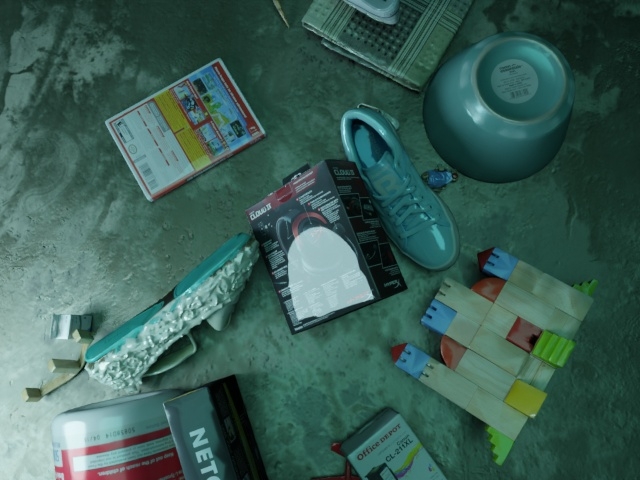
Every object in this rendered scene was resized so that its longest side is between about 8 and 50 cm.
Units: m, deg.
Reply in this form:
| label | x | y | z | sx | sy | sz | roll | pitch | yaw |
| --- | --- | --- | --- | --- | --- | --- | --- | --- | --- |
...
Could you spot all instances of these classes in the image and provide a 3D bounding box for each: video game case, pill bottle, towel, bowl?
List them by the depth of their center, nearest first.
| label | x | y | z | sx | sy | sz | roll | pitch | yaw |
| --- | --- | --- | --- | --- | --- | --- | --- | --- | --- |
| pill bottle | -0.321 | 0.482 | 0.930 | 0.229 | 0.229 | 0.408 | -11 | 81 | -1 |
| bowl | 0.375 | -0.286 | 1.079 | 0.311 | 0.163 | 0.311 | 0 | 81 | 0 |
| video game case | -0.288 | -0.239 | 1.151 | 0.285 | 0.025 | 0.204 | -31 | 81 | -4 |
| towel | 0.159 | -0.519 | 1.185 | 0.312 | 0.056 | 0.324 | 31 | 80 | 3 |

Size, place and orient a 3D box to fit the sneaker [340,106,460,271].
| label | x | y | z | sx | sy | sz | roll | pitch | yaw |
| --- | --- | --- | --- | --- | --- | --- | --- | --- | --- |
| sneaker | 0.136 | -0.097 | 1.042 | 0.135 | 0.150 | 0.366 | -37 | 75 | 23 |

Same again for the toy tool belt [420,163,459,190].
| label | x | y | z | sx | sy | sz | roll | pitch | yaw |
| --- | --- | --- | --- | --- | --- | --- | --- | --- | --- |
| toy tool belt | 0.249 | -0.130 | 1.110 | 0.083 | 0.051 | 0.052 | -9 | 81 | -1 |

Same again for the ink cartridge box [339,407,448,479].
| label | x | y | z | sx | sy | sz | roll | pitch | yaw |
| --- | --- | --- | --- | --- | --- | --- | --- | --- | --- |
| ink cartridge box | 0.138 | 0.422 | 0.995 | 0.127 | 0.072 | 0.175 | -36 | 88 | -12 |

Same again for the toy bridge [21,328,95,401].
| label | x | y | z | sx | sy | sz | roll | pitch | yaw |
| --- | --- | --- | --- | --- | --- | --- | --- | --- | --- |
| toy bridge | -0.499 | 0.245 | 1.051 | 0.188 | 0.063 | 0.026 | -46 | 59 | 9 |

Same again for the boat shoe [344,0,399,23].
| label | x | y | z | sx | sy | sz | roll | pitch | yaw |
| --- | --- | --- | --- | --- | --- | --- | --- | --- | --- |
| boat shoe | 0.073 | -0.518 | 1.118 | 0.083 | 0.076 | 0.226 | -43 | 71 | 4 |

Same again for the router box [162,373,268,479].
| label | x | y | z | sx | sy | sz | roll | pitch | yaw |
| --- | --- | --- | --- | --- | --- | --- | --- | --- | --- |
| router box | -0.158 | 0.401 | 0.934 | 0.081 | 0.243 | 0.309 | -20 | 80 | -2 |

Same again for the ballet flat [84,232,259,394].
| label | x | y | z | sx | sy | sz | roll | pitch | yaw |
| --- | --- | --- | --- | --- | --- | --- | --- | --- | --- |
| ballet flat | -0.262 | 0.148 | 1.045 | 0.409 | 0.147 | 0.147 | -37 | 82 | 1 |

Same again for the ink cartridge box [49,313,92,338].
| label | x | y | z | sx | sy | sz | roll | pitch | yaw |
| --- | --- | --- | --- | --- | --- | --- | --- | --- | --- |
| ink cartridge box | -0.488 | 0.170 | 1.056 | 0.028 | 0.083 | 0.048 | 0 | 80 | 13 |

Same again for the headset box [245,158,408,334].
| label | x | y | z | sx | sy | sz | roll | pitch | yaw |
| --- | --- | --- | --- | --- | --- | --- | --- | --- | --- |
| headset box | 0.000 | 0.000 | 1.013 | 0.218 | 0.110 | 0.293 | -29 | 79 | 34 |

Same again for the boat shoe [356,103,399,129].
| label | x | y | z | sx | sy | sz | roll | pitch | yaw |
| --- | --- | --- | --- | --- | --- | --- | --- | --- | --- |
| boat shoe | 0.122 | -0.263 | 1.142 | 0.100 | 0.035 | 0.035 | 29 | 82 | 6 |

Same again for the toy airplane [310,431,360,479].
| label | x | y | z | sx | sy | sz | roll | pitch | yaw |
| --- | --- | --- | --- | --- | --- | --- | --- | --- | --- |
| toy airplane | 0.055 | 0.447 | 1.030 | 0.151 | 0.028 | 0.151 | 0 | 81 | -1 |

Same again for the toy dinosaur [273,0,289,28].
| label | x | y | z | sx | sy | sz | roll | pitch | yaw |
| --- | --- | --- | --- | --- | --- | --- | --- | --- | --- |
| toy dinosaur | -0.098 | -0.591 | 1.187 | 0.112 | 0.064 | 0.211 | 14 | 81 | 2 |

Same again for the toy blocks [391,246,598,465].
| label | x | y | z | sx | sy | sz | roll | pitch | yaw |
| --- | --- | --- | --- | --- | --- | --- | --- | --- | --- |
| toy blocks | 0.310 | 0.172 | 1.013 | 0.261 | 0.191 | 0.381 | 31 | 83 | 17 |
